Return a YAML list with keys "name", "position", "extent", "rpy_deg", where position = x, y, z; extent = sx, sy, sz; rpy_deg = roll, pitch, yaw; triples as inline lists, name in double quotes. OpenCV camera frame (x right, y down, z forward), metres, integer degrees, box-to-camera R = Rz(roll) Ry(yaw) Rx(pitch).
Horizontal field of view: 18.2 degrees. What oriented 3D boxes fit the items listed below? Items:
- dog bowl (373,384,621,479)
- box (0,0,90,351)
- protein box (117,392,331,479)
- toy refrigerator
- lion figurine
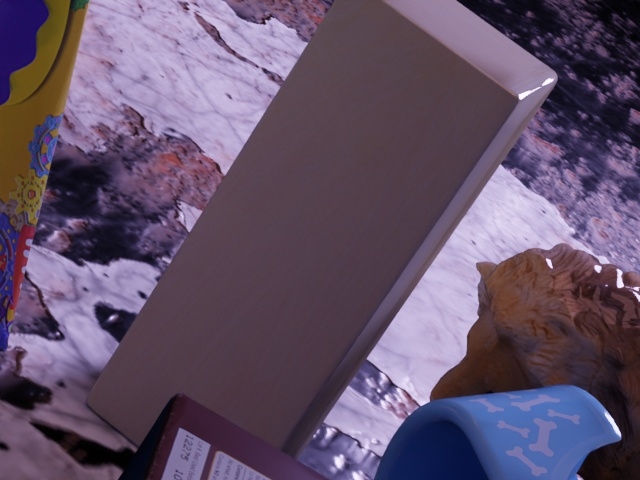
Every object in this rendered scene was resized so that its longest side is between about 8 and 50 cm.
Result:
- name: "dog bowl"
  position: [0.097, 0.186, 0.924]
  extent: [0.074, 0.166, 0.297]
  rpy_deg: [10, 30, -24]
- name: "box"
  position: [-0.230, -0.125, 0.798]
  extent: [0.177, 0.290, 0.279]
  rpy_deg: [17, -5, -36]
- name: "protein box"
  position: [-0.020, 0.201, 0.662]
  extent: [0.201, 0.200, 0.136]
  rpy_deg: [31, 22, -6]
- name: "toy refrigerator"
  position: [0.000, 0.000, 1.016]
  extent: [0.102, 0.269, 0.094]
  rpy_deg: [36, 21, 9]
- name: "lion figurine"
  position: [0.237, 0.163, 1.070]
  extent: [0.392, 0.142, 0.240]
  rpy_deg: [38, -15, 27]
